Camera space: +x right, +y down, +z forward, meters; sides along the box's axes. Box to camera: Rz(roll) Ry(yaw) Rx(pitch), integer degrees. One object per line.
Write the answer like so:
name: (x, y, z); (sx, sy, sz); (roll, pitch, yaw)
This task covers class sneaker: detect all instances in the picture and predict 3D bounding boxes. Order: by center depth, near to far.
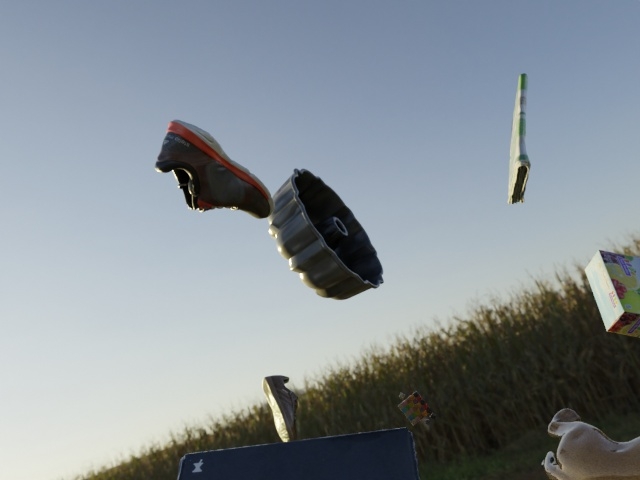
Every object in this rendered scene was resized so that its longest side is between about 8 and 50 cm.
sneaker: (-0.109, -0.054, 0.573); (0.061, 0.064, 0.158); (18, -16, 40)
sneaker: (-0.080, 0.398, 1.378); (0.071, 0.188, 0.066); (-6, -47, -24)

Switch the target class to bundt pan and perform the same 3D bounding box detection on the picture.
bundt pan: (0.000, 0.000, 1.314); (0.124, 0.330, 0.331); (-36, -21, 20)

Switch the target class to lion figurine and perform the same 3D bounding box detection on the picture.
lion figurine: (0.392, 0.243, 0.634); (0.392, 0.142, 0.240); (-36, -18, 34)

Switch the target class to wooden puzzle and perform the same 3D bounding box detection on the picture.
wooden puzzle: (0.193, 0.343, 1.165); (0.049, 0.083, 0.006); (-39, -13, 1)

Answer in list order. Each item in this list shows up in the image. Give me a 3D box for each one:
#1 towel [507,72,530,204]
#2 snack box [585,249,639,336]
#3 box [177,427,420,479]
towel: (0.282, -0.140, 0.802); (0.023, 0.151, 0.113); (5, -25, 13)
snack box: (0.663, 0.115, 1.145); (0.207, 0.174, 0.070); (11, -48, -5)
box: (-0.009, 0.663, 1.191); (0.480, 0.297, 0.471); (-9, -52, 6)
